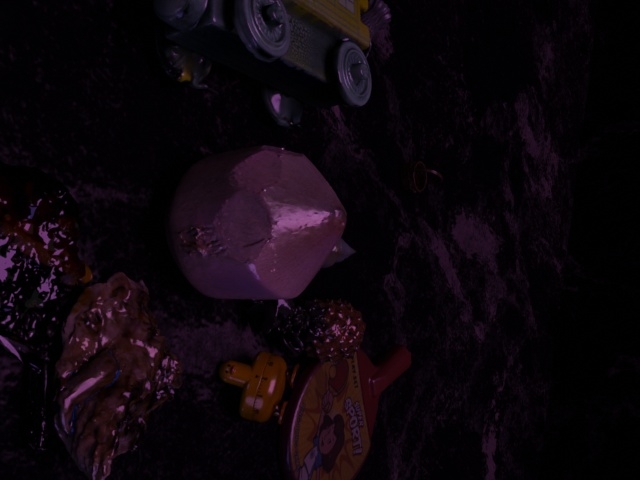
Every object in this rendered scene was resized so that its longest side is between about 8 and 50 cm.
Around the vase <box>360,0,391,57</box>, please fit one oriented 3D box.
[{"bbox_3d":[0.079,-0.387,1.430,0.149,0.081,0.081,-55,135,-47],"label":"vase"}]

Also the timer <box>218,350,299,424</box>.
[{"bbox_3d":[-0.097,0.217,1.184,0.107,0.109,0.107,16,90,-85],"label":"timer"}]

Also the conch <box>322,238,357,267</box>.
[{"bbox_3d":[0.005,0.002,1.339,0.180,0.065,0.088,12,83,-49],"label":"conch"}]

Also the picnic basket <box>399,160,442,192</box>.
[{"bbox_3d":[0.213,-0.133,1.646,0.072,0.083,0.072,-4,94,-59],"label":"picnic basket"}]

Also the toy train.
[{"bbox_3d":[-0.069,-0.332,1.115,0.442,0.179,0.273,12,74,-57],"label":"toy train"}]

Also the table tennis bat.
[{"bbox_3d":[0.052,0.304,1.452,0.414,0.051,0.268,-31,117,-50],"label":"table tennis bat"}]

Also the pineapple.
[{"bbox_3d":[-0.029,0.129,1.264,0.237,0.111,0.119,23,42,-51],"label":"pineapple"}]

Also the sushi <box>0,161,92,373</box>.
[{"bbox_3d":[-0.304,0.006,0.766,0.172,0.153,0.150,44,74,-26],"label":"sushi"}]

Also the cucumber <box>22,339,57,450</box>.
[{"bbox_3d":[-0.309,0.163,0.875,0.033,0.034,0.135,7,85,-53],"label":"cucumber"}]

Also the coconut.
[{"bbox_3d":[-0.079,-0.025,1.046,0.224,0.234,0.224,5,84,-55],"label":"coconut"}]

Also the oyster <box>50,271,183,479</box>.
[{"bbox_3d":[-0.235,0.153,0.931,0.214,0.083,0.223,-26,107,-71],"label":"oyster"}]
